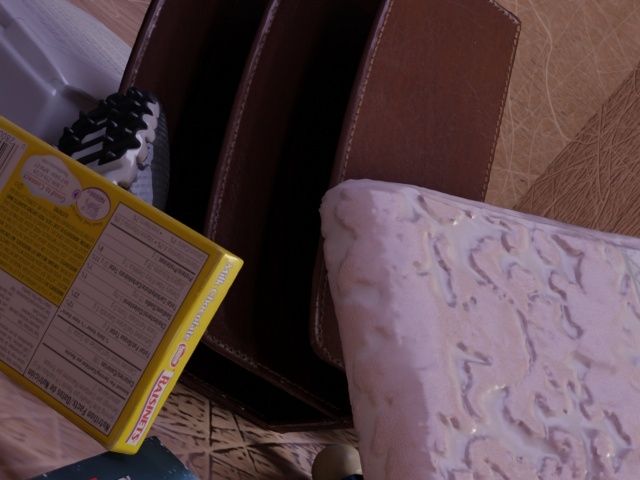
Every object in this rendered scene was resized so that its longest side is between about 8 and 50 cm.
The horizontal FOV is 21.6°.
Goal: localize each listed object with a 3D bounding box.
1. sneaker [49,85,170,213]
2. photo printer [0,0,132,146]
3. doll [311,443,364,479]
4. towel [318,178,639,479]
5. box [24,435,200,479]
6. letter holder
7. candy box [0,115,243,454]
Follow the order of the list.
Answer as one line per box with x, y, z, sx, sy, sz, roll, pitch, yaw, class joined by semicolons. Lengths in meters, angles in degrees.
-0.121;0.009;0.989;0.106;0.078;0.234;57;25;-36;sneaker
-0.205;-0.113;1.294;0.256;0.107;0.307;45;9;26;photo printer
0.048;0.190;1.060;0.129;0.046;0.189;34;11;-43;doll
0.160;0.129;0.989;0.317;0.053;0.332;8;56;-29;towel
-0.064;0.163;0.707;0.159;0.044;0.233;42;8;10;box
-0.014;-0.055;1.100;0.152;0.302;0.214;-10;-33;44;letter holder
-0.139;0.009;0.814;0.206;0.105;0.027;30;3;33;candy box
